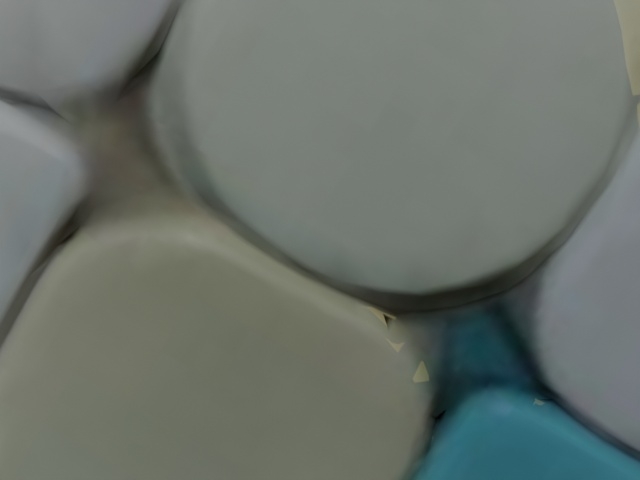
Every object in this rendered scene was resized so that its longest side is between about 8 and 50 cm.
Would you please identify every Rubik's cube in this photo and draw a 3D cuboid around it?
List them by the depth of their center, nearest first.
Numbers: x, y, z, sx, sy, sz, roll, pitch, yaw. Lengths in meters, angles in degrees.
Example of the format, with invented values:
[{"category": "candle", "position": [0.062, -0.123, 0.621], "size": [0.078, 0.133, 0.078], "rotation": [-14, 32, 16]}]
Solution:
[{"category": "Rubik's cube", "position": [0.025, -0.096, 0.567], "size": [0.346, 0.347, 0.344], "rotation": [-56, -167, 20]}]
